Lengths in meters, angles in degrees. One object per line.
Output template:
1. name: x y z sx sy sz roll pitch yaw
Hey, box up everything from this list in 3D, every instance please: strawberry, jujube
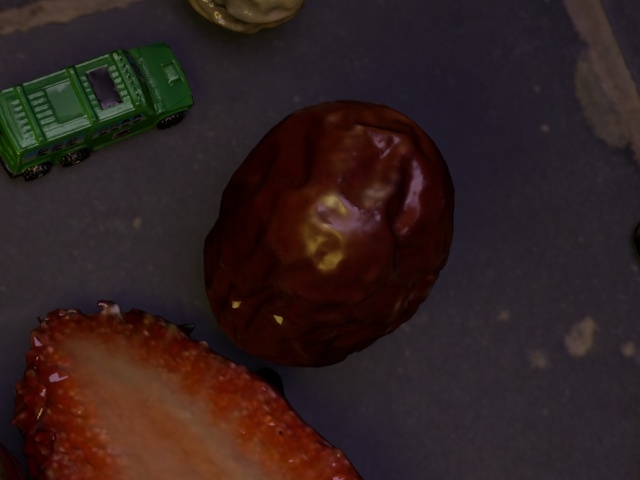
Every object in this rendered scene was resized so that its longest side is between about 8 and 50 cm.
1. strawberry: -0.100 0.185 0.958 0.233 0.137 0.306 -15 54 -36
2. jujube: 0.000 0.000 0.948 0.174 0.250 0.174 5 73 -18

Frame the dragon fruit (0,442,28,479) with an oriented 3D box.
1. dragon fruit: -0.285 0.218 0.836 0.241 0.241 0.252 10 62 -12

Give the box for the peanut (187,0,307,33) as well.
1. peanut: -0.110 -0.295 1.057 0.130 0.130 0.290 -38 87 -20

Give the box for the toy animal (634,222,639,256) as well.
1. toy animal: 0.352 0.059 1.119 0.179 0.089 0.188 11 74 6

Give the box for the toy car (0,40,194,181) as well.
1. toy car: -0.180 -0.108 1.025 0.165 0.062 0.071 -23 83 -19
